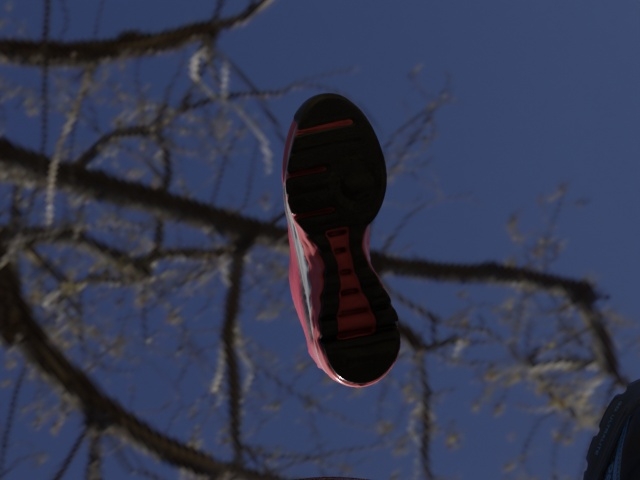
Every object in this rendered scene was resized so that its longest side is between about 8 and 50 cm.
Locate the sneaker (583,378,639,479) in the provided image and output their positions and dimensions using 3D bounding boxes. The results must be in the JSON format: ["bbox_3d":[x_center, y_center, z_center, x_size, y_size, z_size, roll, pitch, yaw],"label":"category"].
[{"bbox_3d":[0.207,0.255,1.120,0.125,0.139,0.341,16,-93,-7],"label":"sneaker"}]

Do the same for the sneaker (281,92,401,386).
[{"bbox_3d":[-0.001,0.000,1.791,0.116,0.136,0.314,-6,-89,-22],"label":"sneaker"}]

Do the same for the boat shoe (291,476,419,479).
[{"bbox_3d":[0.104,0.300,1.740,0.324,0.120,0.122,11,-123,-12],"label":"boat shoe"}]
